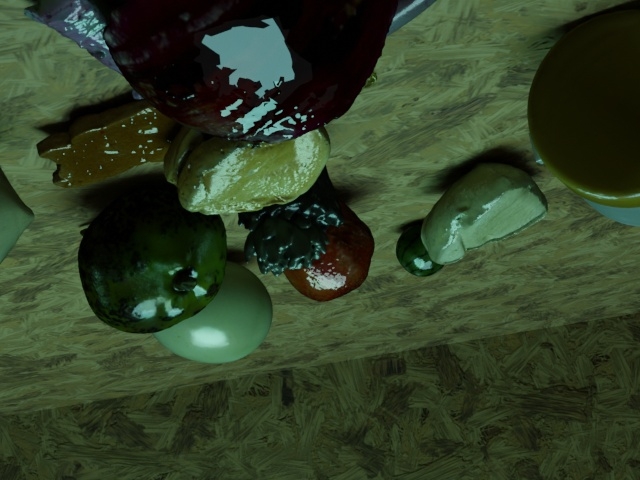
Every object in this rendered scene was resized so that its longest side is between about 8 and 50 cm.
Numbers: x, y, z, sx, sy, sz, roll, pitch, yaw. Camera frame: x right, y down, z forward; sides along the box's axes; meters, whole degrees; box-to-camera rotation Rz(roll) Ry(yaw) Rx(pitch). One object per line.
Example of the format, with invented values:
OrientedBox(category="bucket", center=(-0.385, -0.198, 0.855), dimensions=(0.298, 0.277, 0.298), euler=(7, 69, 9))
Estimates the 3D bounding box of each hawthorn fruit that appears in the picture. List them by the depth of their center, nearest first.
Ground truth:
OrientedBox(category="hawthorn fruit", center=(0.005, 0.005, 2.037), dimensions=(0.173, 0.179, 0.173), euler=(-16, -155, 8))

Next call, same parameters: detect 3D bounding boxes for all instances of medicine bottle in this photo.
OrientedBox(category="medicine bottle", center=(0.407, -0.149, 1.609), dimensions=(0.238, 0.238, 0.232), euler=(-17, 165, 21))

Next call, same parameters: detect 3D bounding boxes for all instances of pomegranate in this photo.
OrientedBox(category="pomegranate", center=(-0.257, 0.036, 1.871), dimensions=(0.222, 0.204, 0.276), euler=(-21, 174, -28))

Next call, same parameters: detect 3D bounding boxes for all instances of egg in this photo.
OrientedBox(category="egg", center=(-0.203, 0.124, 2.249), dimensions=(0.254, 0.188, 0.188), euler=(11, 154, -35))

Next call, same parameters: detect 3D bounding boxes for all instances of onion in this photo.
OrientedBox(category="onion", center=(-0.069, -0.190, 1.247), dimensions=(0.314, 0.146, 0.280), euler=(-30, 159, 28))

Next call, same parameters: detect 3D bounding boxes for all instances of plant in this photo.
OrientedBox(category="plant", center=(-0.043, -0.047, 1.734), dimensions=(0.129, 0.194, 0.132), euler=(-13, 164, 25))

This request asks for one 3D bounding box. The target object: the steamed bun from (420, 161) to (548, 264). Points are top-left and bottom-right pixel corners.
OrientedBox(category="steamed bun", center=(0.252, -0.056, 2.071), dimensions=(0.212, 0.110, 0.231), euler=(-33, 157, 11))

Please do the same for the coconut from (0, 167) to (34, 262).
OrientedBox(category="coconut", center=(-0.454, -0.033, 1.498), dimensions=(0.224, 0.224, 0.224), euler=(-10, 165, -3))

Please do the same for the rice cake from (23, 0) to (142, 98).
OrientedBox(category="rice cake", center=(-0.217, -0.198, 1.339), dimensions=(0.081, 0.051, 0.290), euler=(-16, 164, 13))

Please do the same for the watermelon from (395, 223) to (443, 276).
OrientedBox(category="watermelon", center=(0.191, 0.015, 2.307), dimensions=(0.109, 0.109, 0.109), euler=(-10, 165, -3))

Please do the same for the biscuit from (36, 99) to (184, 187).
OrientedBox(category="biscuit", center=(-0.252, -0.130, 1.580), dimensions=(0.183, 0.043, 0.280), euler=(-1, 158, -44))

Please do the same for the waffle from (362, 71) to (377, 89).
OrientedBox(category="waffle", center=(0.030, -0.197, 1.587), dimensions=(0.085, 0.016, 0.078), euler=(-14, 168, 14))

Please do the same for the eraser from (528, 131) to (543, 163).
OrientedBox(category="eraser", center=(0.378, -0.159, 1.896), dimensions=(0.122, 0.052, 0.029), euler=(-20, 161, 29))

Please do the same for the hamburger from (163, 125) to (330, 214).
OrientedBox(category="hamburger", center=(-0.088, -0.110, 1.580), dimensions=(0.214, 0.108, 0.214), euler=(-25, 162, -9))

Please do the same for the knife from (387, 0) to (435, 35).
OrientedBox(category="knife", center=(0.043, -0.235, 1.399), dimensions=(0.278, 0.053, 0.123), euler=(-21, 167, 35))
